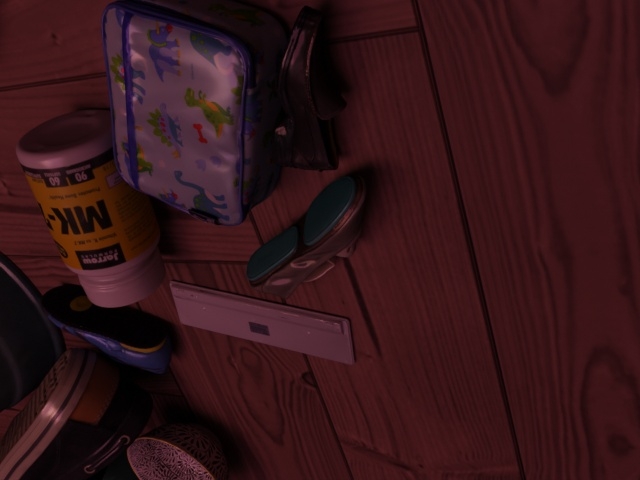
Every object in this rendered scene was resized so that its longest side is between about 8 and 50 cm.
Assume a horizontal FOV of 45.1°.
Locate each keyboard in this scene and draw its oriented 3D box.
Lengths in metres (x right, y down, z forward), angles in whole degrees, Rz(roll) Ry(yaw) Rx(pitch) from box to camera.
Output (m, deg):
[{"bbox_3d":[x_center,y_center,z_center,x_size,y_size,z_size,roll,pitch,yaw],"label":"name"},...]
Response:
[{"bbox_3d":[-0.077,0.101,0.961,0.256,0.014,0.072,10,134,25],"label":"keyboard"}]

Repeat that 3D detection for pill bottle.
[{"bbox_3d":[-0.254,-0.034,0.887,0.119,0.119,0.208,7,127,27],"label":"pill bottle"}]

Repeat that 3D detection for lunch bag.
[{"bbox_3d":[-0.126,-0.129,0.756,0.176,0.090,0.219,24,132,18],"label":"lunch bag"}]

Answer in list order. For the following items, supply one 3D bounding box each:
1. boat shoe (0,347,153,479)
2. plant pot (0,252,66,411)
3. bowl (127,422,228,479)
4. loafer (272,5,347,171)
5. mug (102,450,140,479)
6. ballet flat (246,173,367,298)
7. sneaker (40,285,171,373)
[{"bbox_3d":[-0.411,0.335,1.188,0.156,0.186,0.500,29,131,-20],"label":"boat shoe"},{"bbox_3d":[-0.627,0.200,1.147,0.341,0.334,0.341,17,132,20],"label":"plant pot"},{"bbox_3d":[-0.198,0.329,1.163,0.170,0.080,0.170,17,132,20],"label":"bowl"},{"bbox_3d":[-0.004,-0.133,0.703,0.061,0.062,0.170,16,141,9],"label":"loafer"},{"bbox_3d":[-0.370,0.418,1.325,0.158,0.097,0.129,16,131,20],"label":"mug"},{"bbox_3d":[0.000,0.000,0.806,0.068,0.072,0.213,24,141,-26],"label":"ballet flat"},{"bbox_3d":[-0.302,0.131,1.080,0.209,0.069,0.082,20,136,17],"label":"sneaker"}]
